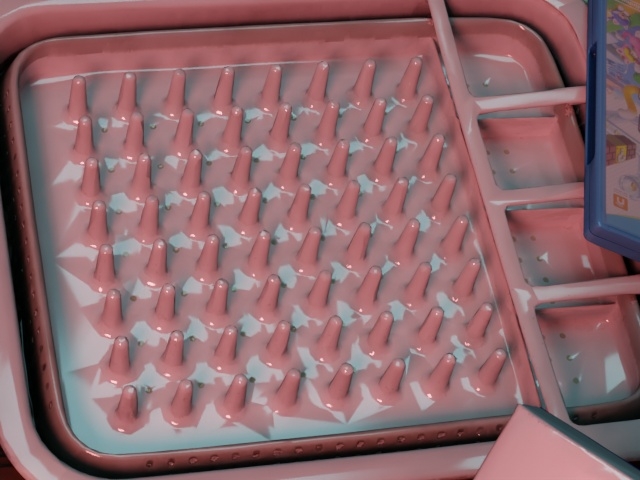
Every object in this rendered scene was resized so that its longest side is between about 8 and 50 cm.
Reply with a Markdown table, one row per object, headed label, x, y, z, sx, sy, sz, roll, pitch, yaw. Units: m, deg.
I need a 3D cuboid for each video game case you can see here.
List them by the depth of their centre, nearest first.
| label | x | y | z | sx | sy | sz | roll | pitch | yaw |
| --- | --- | --- | --- | --- | --- | --- | --- | --- | --- |
| video game case | 0.184 | -0.047 | 0.885 | 0.119 | 0.015 | 0.166 | 21 | 49 | -16 |

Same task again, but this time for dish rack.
| label | x | y | z | sx | sy | sz | roll | pitch | yaw |
| --- | --- | --- | --- | --- | --- | --- | --- | --- | --- |
| dish rack | 0.000 | 0.000 | 0.858 | 0.332 | 0.072 | 0.285 | -4 | 59 | -15 |

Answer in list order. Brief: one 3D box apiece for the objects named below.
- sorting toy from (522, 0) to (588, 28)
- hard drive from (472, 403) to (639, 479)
| label | x | y | z | sx | sy | sz | roll | pitch | yaw |
| --- | --- | --- | --- | --- | --- | --- | --- | --- | --- |
| sorting toy | 0.122 | -0.139 | 0.969 | 0.083 | 0.012 | 0.062 | 21 | 65 | 18 |
| hard drive | 0.066 | 0.240 | 0.535 | 0.210 | 0.319 | 0.040 | 33 | 5 | 22 |
